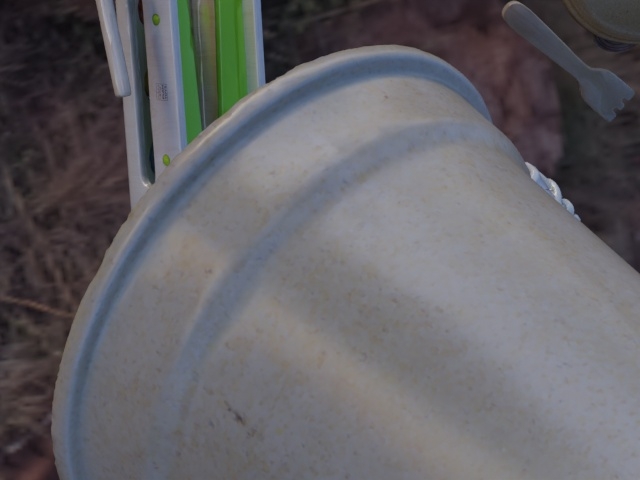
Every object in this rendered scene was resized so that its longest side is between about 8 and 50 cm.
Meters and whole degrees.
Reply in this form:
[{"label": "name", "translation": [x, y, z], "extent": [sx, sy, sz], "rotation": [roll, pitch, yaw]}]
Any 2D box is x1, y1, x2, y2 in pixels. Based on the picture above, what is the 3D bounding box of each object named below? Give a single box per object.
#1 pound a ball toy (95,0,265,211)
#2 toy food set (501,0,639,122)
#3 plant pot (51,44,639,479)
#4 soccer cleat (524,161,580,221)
[{"label": "pound a ball toy", "translation": [-0.177, -0.183, 1.936], "extent": [0.208, 0.135, 0.319], "rotation": [-12, 102, -41]}, {"label": "toy food set", "translation": [0.213, -0.187, 1.216], "extent": [0.132, 0.038, 0.192], "rotation": [39, 102, -22]}, {"label": "plant pot", "translation": [0.081, 0.113, 0.981], "extent": [0.334, 0.305, 0.334], "rotation": [-31, 140, -30]}, {"label": "soccer cleat", "translation": [0.193, 0.007, 1.677], "extent": [0.331, 0.143, 0.116], "rotation": [26, 48, -20]}]
